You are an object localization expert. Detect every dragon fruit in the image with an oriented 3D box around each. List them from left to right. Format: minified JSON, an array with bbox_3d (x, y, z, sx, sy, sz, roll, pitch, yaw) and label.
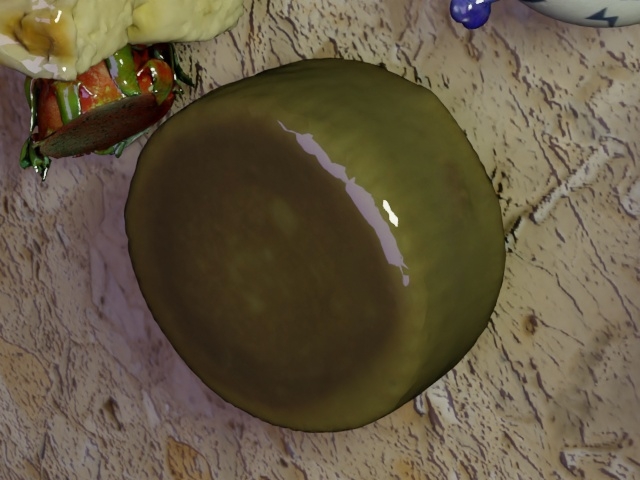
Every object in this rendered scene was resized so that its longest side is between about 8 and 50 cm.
[{"bbox_3d":[-0.180,-0.135,1.399,0.138,0.142,0.175,142,134,-77],"label":"dragon fruit"}]

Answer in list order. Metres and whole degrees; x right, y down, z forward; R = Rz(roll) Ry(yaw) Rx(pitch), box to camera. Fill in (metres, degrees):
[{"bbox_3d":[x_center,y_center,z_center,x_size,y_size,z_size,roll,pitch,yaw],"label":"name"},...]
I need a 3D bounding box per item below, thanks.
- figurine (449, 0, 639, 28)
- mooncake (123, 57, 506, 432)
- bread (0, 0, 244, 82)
[{"bbox_3d":[0.219,-0.253,0.955,0.261,0.186,0.382,51,139,-10],"label":"figurine"},{"bbox_3d":[0.000,0.000,1.274,0.284,0.155,0.284,16,118,32],"label":"mooncake"},{"bbox_3d":[-0.250,-0.345,1.211,0.390,0.279,0.371,18,117,20],"label":"bread"}]
